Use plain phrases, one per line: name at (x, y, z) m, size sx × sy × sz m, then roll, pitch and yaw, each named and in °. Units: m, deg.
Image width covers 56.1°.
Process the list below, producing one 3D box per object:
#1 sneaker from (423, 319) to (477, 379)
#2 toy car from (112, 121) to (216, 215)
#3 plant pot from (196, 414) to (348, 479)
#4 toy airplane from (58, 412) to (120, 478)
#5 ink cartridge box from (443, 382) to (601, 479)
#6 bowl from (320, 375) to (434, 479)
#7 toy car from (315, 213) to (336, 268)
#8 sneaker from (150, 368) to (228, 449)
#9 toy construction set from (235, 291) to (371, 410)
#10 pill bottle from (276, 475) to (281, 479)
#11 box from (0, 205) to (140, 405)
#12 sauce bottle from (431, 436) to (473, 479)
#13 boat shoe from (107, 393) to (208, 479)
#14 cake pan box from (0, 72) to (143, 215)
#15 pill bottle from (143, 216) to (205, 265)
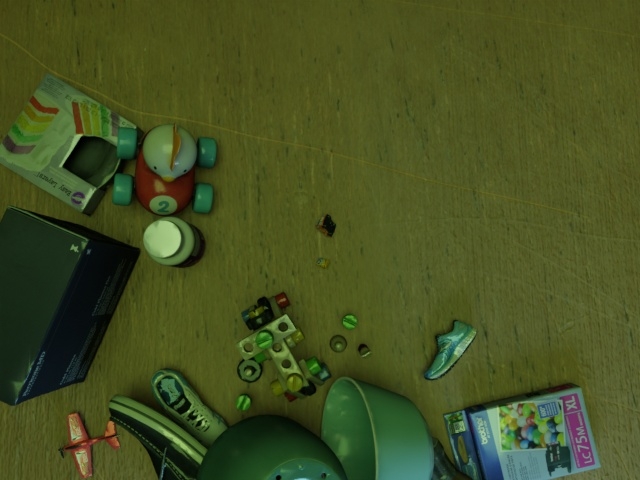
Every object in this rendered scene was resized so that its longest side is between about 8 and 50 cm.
sneaker at (0.288, 0.253, 1.388) m, size 0.073 × 0.063 × 0.162 m, roll 38°, pitch 82°, yaw 21°
toy car at (-0.330, -0.165, 1.301) m, size 0.219 × 0.238 × 0.210 m, roll 5°, pitch 85°, yaw -18°
plant pot at (-0.074, 0.496, 1.156) m, size 0.293 × 0.235 × 0.292 m, roll 4°, pitch 78°, yaw -21°
toy airplane at (-0.528, 0.460, 1.380) m, size 0.151 × 0.028 × 0.151 m, roll 0°, pitch 86°, yaw 0°
ink cartridge box at (0.454, 0.451, 1.361) m, size 0.311 × 0.065 × 0.185 m, roll -13°, pitch 86°, yaw 1°
bowl at (0.125, 0.444, 1.269) m, size 0.163 × 0.311 × 0.311 m, roll 4°, pitch 85°, yaw -20°
toy car at (0.000, 0.000, 1.406) m, size 0.041 × 0.060 × 0.122 m, roll 6°, pitch 77°, yaw 33°
sneaker at (-0.297, 0.388, 1.357) m, size 0.085 × 0.086 × 0.237 m, roll -44°, pitch 88°, yaw -5°
toy construction set at (-0.044, 0.237, 1.292) m, size 0.309 × 0.237 × 0.257 m, roll -4°, pitch 85°, yaw -1°
pill bottle at (-0.049, 0.535, 1.338) m, size 0.094 × 0.094 × 0.169 m, roll -15°, pitch 86°, yaw -1°
box at (-0.572, 0.131, 1.266) m, size 0.179 × 0.312 × 0.343 m, roll 22°, pitch 85°, yaw 2°
sauce bottle at (0.317, 0.595, 1.313) m, size 0.111 × 0.111 × 0.344 m, roll -34°, pitch 90°, yaw -3°
boat shoe at (-0.283, 0.526, 1.291) m, size 0.500 × 0.187 × 0.156 m, roll 44°, pitch 67°, yaw -1°
cake pan box at (-0.589, -0.223, 1.420) m, size 0.267 × 0.070 × 0.245 m, roll 32°, pitch 88°, yaw 2°
pill bottle at (-0.326, 0.005, 1.335) m, size 0.108 × 0.193 × 0.108 m, roll 0°, pitch 85°, yaw 1°
